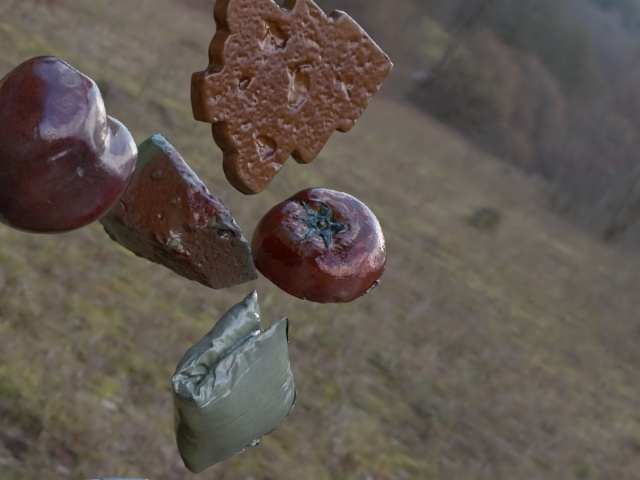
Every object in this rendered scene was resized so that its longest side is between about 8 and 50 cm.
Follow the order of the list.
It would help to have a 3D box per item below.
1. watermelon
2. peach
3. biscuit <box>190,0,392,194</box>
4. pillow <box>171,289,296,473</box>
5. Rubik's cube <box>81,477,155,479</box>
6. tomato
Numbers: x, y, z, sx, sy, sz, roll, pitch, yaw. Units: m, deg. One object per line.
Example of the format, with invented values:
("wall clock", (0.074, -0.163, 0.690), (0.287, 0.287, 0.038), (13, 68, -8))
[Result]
("watermelon", (-0.204, -0.019, 2.140), (0.257, 0.140, 0.193), (37, -20, 24))
("peach", (-0.240, -0.073, 1.274), (0.152, 0.152, 0.152), (28, 7, -4))
("biscuit", (-0.036, -0.208, 1.895), (0.306, 0.284, 0.043), (-13, 22, -34))
("pillow", (-0.086, 0.143, 1.402), (0.078, 0.134, 0.181), (38, -27, 24))
("Rubik's cube", (-0.269, 0.376, 1.622), (0.254, 0.254, 0.254), (28, 7, -4))
("tomato", (0.002, -0.002, 2.273), (0.225, 0.085, 0.225), (8, 45, -8))
